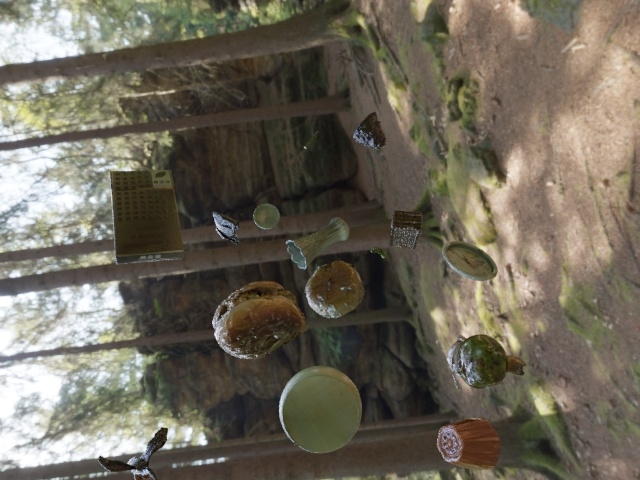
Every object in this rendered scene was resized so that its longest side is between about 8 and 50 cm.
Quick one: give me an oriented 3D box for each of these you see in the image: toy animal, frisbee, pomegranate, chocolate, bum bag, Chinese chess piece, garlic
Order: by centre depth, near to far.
[{"bbox_3d":[0.551,0.403,1.463,0.179,0.210,0.180,-46,36,49],"label":"pomegranate"},{"bbox_3d":[-0.659,0.842,1.659,0.272,0.197,0.160,-24,-36,-47],"label":"toy animal"},{"bbox_3d":[-0.223,-0.100,1.834,0.014,0.110,0.110,112,152,-75],"label":"frisbee"},{"bbox_3d":[0.001,0.708,1.873,0.146,0.348,0.350,-15,-83,-88],"label":"Chinese chess piece"},{"bbox_3d":[0.632,0.518,1.928,0.256,0.206,0.207,-31,-63,-51],"label":"garlic"},{"bbox_3d":[0.245,-0.474,2.000,0.133,0.156,0.156,42,173,12],"label":"chocolate"},{"bbox_3d":[-0.429,-0.054,2.027,0.060,0.123,0.248,-60,-7,-28],"label":"bum bag"}]

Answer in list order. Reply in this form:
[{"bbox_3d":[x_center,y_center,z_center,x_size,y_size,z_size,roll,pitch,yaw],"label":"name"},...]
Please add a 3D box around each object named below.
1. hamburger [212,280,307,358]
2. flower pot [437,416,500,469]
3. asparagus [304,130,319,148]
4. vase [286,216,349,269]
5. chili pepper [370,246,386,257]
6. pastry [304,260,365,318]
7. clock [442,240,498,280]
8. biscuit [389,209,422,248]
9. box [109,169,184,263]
[{"bbox_3d":[-0.175,0.239,1.283,0.146,0.285,0.243,53,124,39],"label":"hamburger"},{"bbox_3d":[0.541,0.758,1.649,0.190,0.173,0.191,-30,53,50],"label":"flower pot"},{"bbox_3d":[-0.039,-0.459,2.012,0.127,0.015,0.018,-57,8,-31],"label":"asparagus"},{"bbox_3d":[0.000,0.000,1.071,0.081,0.148,0.081,46,154,30],"label":"vase"},{"bbox_3d":[0.249,0.048,1.870,0.030,0.091,0.034,36,98,53],"label":"chili pepper"},{"bbox_3d":[0.054,0.203,1.850,0.121,0.256,0.236,59,-150,-47],"label":"pastry"},{"bbox_3d":[0.600,0.092,1.799,0.237,0.236,0.053,-95,17,-53],"label":"clock"},{"bbox_3d":[0.312,-0.035,1.640,0.252,0.106,0.070,70,-153,-72],"label":"biscuit"},{"bbox_3d":[-0.513,-0.080,1.298,0.047,0.180,0.325,114,144,-48],"label":"box"}]
